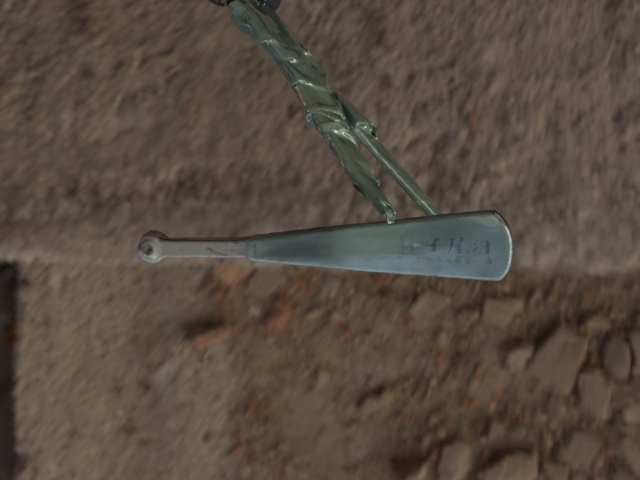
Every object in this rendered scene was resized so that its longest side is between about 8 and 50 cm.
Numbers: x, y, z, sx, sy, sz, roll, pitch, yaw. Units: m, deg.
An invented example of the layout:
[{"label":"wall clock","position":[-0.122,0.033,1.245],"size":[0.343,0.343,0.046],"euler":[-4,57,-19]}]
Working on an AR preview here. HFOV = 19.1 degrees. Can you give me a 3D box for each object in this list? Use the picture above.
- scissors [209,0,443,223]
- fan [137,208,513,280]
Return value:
[{"label":"scissors","position":[-0.026,-0.144,1.429],"size":[0.029,0.256,0.383],"euler":[-45,68,17]},{"label":"fan","position":[0.000,0.000,1.383],"size":[0.282,0.023,0.057],"euler":[2,119,13]}]
